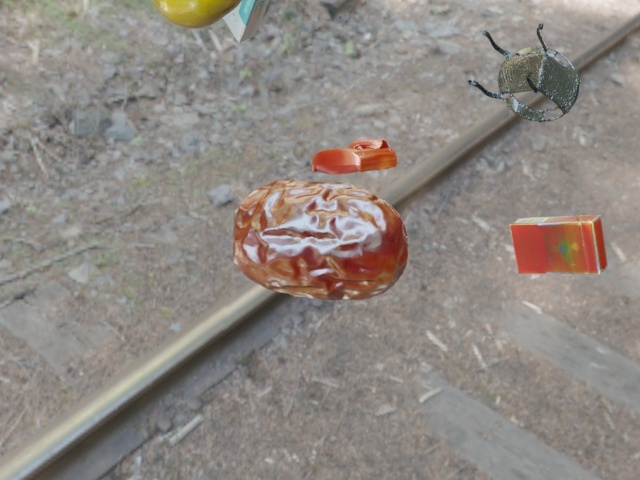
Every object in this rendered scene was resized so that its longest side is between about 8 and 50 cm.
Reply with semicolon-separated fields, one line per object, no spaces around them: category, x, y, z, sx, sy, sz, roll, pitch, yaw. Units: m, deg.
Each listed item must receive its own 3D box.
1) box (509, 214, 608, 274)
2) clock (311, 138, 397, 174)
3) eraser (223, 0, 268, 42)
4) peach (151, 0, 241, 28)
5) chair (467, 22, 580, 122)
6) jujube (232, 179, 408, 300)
box;0.475;0.009;1.549;0.175;0.112;0.048;0;19;40
clock;0.067;-0.164;1.527;0.113;0.061;0.155;3;13;32
eraser;-0.166;-0.539;1.719;0.052;0.225;0.096;-31;85;-23
peach;-0.184;-0.407;1.191;0.179;0.103;0.179;-9;55;13
chair;0.445;-0.353;1.646;0.213;0.174;0.149;25;-15;-40
jujube;0.000;0.000;1.099;0.250;0.174;0.174;2;38;-3
